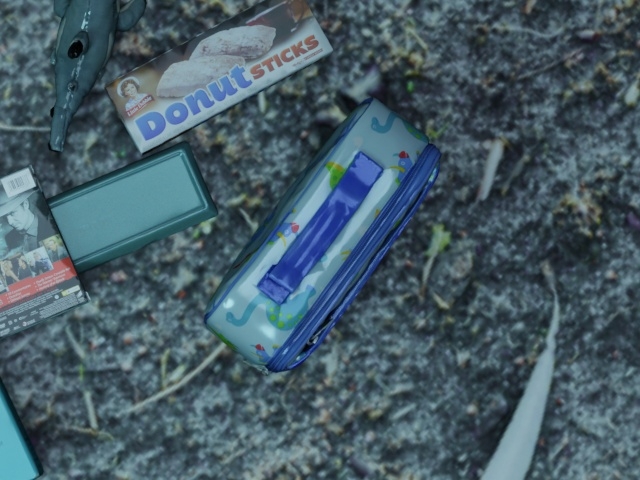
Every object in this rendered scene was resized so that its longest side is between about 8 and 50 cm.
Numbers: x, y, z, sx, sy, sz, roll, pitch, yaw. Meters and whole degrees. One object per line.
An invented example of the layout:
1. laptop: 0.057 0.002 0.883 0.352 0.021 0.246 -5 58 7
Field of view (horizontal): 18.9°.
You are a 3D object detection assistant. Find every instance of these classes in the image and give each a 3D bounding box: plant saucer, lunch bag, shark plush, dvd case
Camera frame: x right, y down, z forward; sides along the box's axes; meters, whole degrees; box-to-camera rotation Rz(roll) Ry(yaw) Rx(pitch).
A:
1. plant saucer: -0.182 -0.014 1.543 0.192 0.018 0.067 -23 87 -6
2. lunch bag: 0.000 0.000 1.478 0.090 0.176 0.219 36 82 -1
3. shark plush: -0.198 -0.153 1.527 0.073 0.067 0.161 27 83 -3
4. dvd case: -0.245 0.011 1.519 0.087 0.013 0.119 -24 89 -6

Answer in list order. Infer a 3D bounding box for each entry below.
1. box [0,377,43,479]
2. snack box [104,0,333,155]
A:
1. box: -0.312 0.094 1.499 0.101 0.060 0.244 -26 88 -7
2. snack box: -0.082 -0.139 1.559 0.178 0.022 0.064 -29 90 -7
